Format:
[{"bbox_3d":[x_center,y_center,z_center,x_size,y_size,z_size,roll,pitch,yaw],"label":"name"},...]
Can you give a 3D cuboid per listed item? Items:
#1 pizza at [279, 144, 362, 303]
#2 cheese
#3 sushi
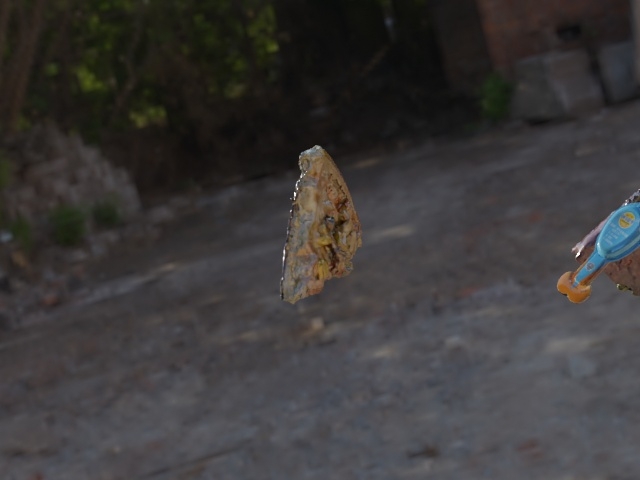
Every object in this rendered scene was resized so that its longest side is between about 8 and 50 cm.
[{"bbox_3d":[0.000,0.000,1.868,0.052,0.185,0.195,-1,46,27],"label":"pizza"},{"bbox_3d":[0.252,0.008,1.375,0.111,0.017,0.047,-48,40,4],"label":"cheese"},{"bbox_3d":[0.425,0.025,1.971,0.107,0.161,0.241,-49,-13,29],"label":"sushi"}]
